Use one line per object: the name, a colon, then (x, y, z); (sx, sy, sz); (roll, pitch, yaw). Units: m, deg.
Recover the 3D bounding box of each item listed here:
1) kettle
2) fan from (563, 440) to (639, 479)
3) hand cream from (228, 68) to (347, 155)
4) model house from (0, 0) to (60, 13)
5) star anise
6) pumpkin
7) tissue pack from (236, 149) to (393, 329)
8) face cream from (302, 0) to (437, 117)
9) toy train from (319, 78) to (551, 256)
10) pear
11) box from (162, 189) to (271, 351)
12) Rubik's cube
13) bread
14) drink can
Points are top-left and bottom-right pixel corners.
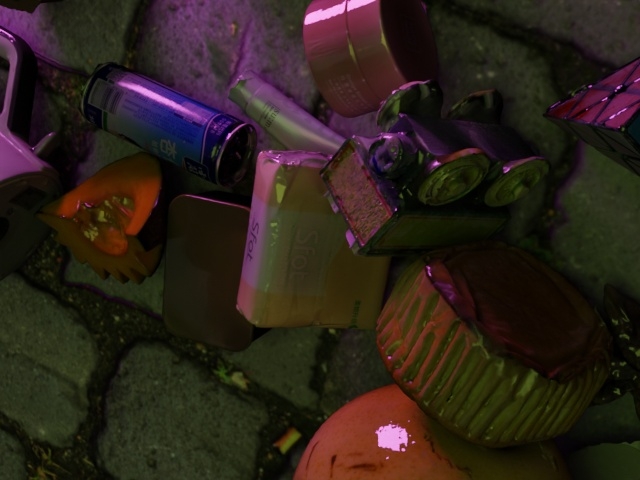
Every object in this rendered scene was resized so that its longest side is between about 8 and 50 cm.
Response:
kettle: (-0.559, -0.163, 1.510); (0.376, 0.250, 0.361); (43, 95, 15)
fan: (0.370, 0.257, 1.196); (0.182, 0.010, 0.310); (22, 128, 22)
hand cream: (-0.030, -0.142, 1.338); (0.205, 0.050, 0.078); (39, 113, 9)
model house: (-0.410, -0.392, 1.360); (0.181, 0.248, 0.176); (38, 115, 16)
star anise: (0.386, 0.140, 1.174); (0.212, 0.073, 0.197); (30, 115, 16)
pumpkin: (-0.268, -0.031, 1.464); (0.254, 0.149, 0.130); (8, 144, 43)
tissue pack: (0.000, 0.000, 1.287); (0.186, 0.090, 0.222); (5, 110, -20)
face cream: (0.060, -0.228, 1.215); (0.104, 0.149, 0.149); (-13, 95, 29)
toy train: (0.133, -0.077, 1.159); (0.177, 0.260, 0.134); (-48, 57, 36)
pear: (0.129, 0.324, 1.194); (0.348, 0.348, 0.349); (6, 103, 25)
box: (-0.128, 0.036, 1.398); (0.144, 0.090, 0.201); (11, 105, 24)
Rubik's cube: (0.360, -0.104, 1.155); (0.178, 0.211, 0.190); (55, 153, -16)
bread: (0.191, 0.108, 1.127); (0.227, 0.253, 0.142); (44, 118, 32)
drink can: (-0.207, -0.159, 1.395); (0.235, 0.097, 0.097); (25, 111, 19)
